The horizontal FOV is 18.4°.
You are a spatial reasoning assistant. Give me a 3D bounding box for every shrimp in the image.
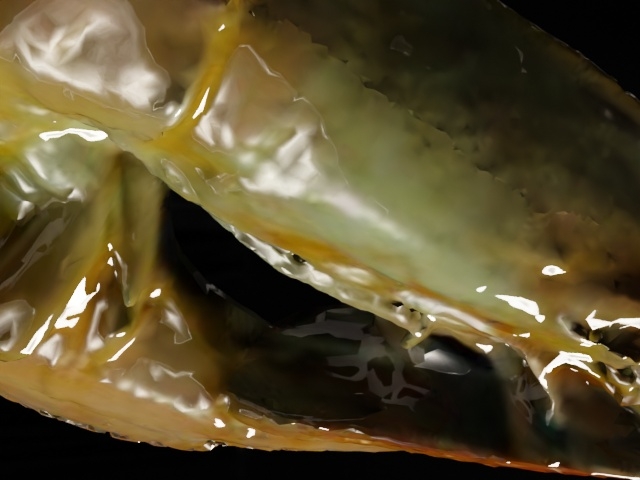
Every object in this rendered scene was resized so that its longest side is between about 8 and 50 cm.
[{"bbox_3d":[0.000,0.000,0.397,0.145,0.267,0.061,-59,-159,32],"label":"shrimp"}]
